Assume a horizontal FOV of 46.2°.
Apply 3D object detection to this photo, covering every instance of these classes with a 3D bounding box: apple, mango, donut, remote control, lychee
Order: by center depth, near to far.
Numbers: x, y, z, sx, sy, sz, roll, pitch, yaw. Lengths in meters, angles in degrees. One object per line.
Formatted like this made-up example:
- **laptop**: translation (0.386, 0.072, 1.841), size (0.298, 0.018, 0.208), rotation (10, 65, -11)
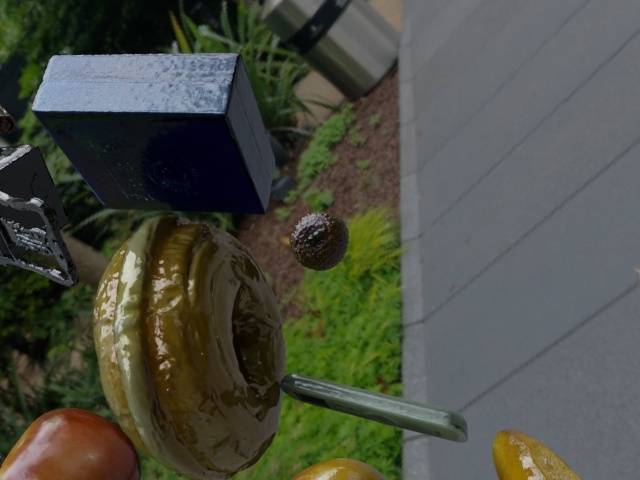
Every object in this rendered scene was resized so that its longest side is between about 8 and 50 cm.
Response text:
- **apple**: translation (-0.279, 0.267, 0.829), size (0.163, 0.139, 0.163), rotation (-53, 13, 17)
- **mango**: translation (0.318, 0.360, 1.101), size (0.102, 0.141, 0.217), rotation (-53, 32, 12)
- **remote control**: translation (0.082, 0.262, 1.191), size (0.090, 0.309, 0.038), rotation (60, -136, -59)
- **donut**: translation (-0.190, 0.172, 1.193), size (0.198, 0.449, 0.449), rotation (-11, 36, 15)
- **lychee**: translation (0.000, 0.000, 1.400), size (0.114, 0.114, 0.146), rotation (-55, -14, 7)

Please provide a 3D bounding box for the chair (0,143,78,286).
- **chair**: translation (-0.318, -0.032, 0.820), size (0.229, 0.106, 0.113), rotation (9, 38, 30)

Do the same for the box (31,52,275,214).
- **box**: translation (-0.230, -0.148, 1.110), size (0.261, 0.278, 0.116), rotation (72, -156, -61)

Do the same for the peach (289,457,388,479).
- **peach**: translation (0.039, 0.641, 1.677), size (0.307, 0.332, 0.308), rotation (-32, 43, 36)

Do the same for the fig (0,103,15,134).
- **fig**: translation (-0.592, -0.272, 1.198), size (0.217, 0.321, 0.217), rotation (-40, -12, -10)

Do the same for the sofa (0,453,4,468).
- **sofa**: translation (-0.586, 0.413, 1.292), size (0.060, 0.039, 0.118), rotation (33, 106, 40)
